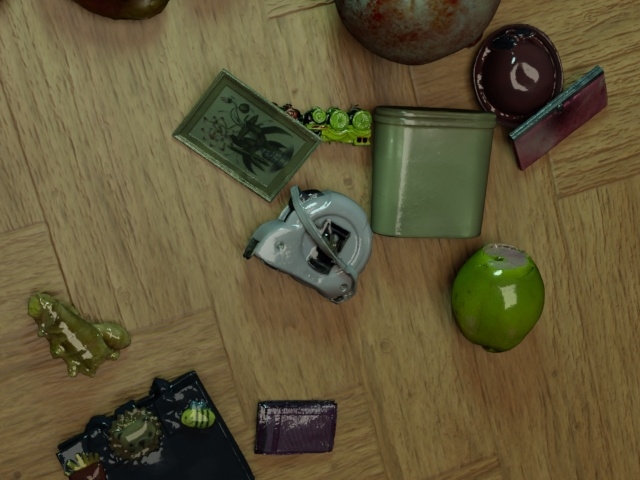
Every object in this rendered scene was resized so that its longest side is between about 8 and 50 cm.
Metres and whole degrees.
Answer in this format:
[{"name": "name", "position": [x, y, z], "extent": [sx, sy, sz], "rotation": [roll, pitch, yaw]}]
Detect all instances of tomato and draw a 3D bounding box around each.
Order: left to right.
[{"name": "tomato", "position": [0.178, -0.469, 1.779], "extent": [0.282, 0.316, 0.317], "rotation": [29, 92, -38]}]

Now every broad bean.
[{"name": "broad bean", "position": [-0.366, -0.468, 1.743], "extent": [0.228, 0.122, 0.156], "rotation": [26, 91, -13]}]

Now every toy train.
[{"name": "toy train", "position": [-0.025, -0.219, 1.908], "extent": [0.249, 0.053, 0.085], "rotation": [1, 105, -14]}]

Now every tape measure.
[{"name": "tape measure", "position": [0.000, 0.000, 1.921], "extent": [0.236, 0.120, 0.197], "rotation": [29, 90, -21]}]

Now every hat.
[{"name": "hat", "position": [0.396, -0.322, 1.976], "extent": [0.205, 0.089, 0.206], "rotation": [-2, 99, -13]}]

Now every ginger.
[{"name": "ginger", "position": [-0.457, 0.181, 1.854], "extent": [0.205, 0.081, 0.115], "rotation": [29, 90, -19]}]

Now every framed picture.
[{"name": "framed picture", "position": [-0.136, -0.191, 1.871], "extent": [0.231, 0.010, 0.173], "rotation": [33, 116, -17]}]

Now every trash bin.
[{"name": "trash bin", "position": [0.215, -0.133, 1.952], "extent": [0.243, 0.121, 0.248], "rotation": [0, 103, -14]}]

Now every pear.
[{"name": "pear", "position": [0.350, 0.125, 2.004], "extent": [0.187, 0.187, 0.220], "rotation": [3, 120, -15]}]

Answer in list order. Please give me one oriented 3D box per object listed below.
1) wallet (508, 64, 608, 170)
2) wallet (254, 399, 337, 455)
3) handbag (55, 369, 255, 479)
[{"name": "wallet", "position": [0.479, -0.242, 2.015], "extent": [0.232, 0.025, 0.119], "rotation": [-38, 144, -5]}, {"name": "wallet", "position": [-0.049, 0.377, 2.017], "extent": [0.165, 0.030, 0.111], "rotation": [1, 99, -15]}, {"name": "handbag", "position": [-0.304, 0.445, 1.922], "extent": [0.303, 0.122, 0.329], "rotation": [-28, 104, -7]}]
